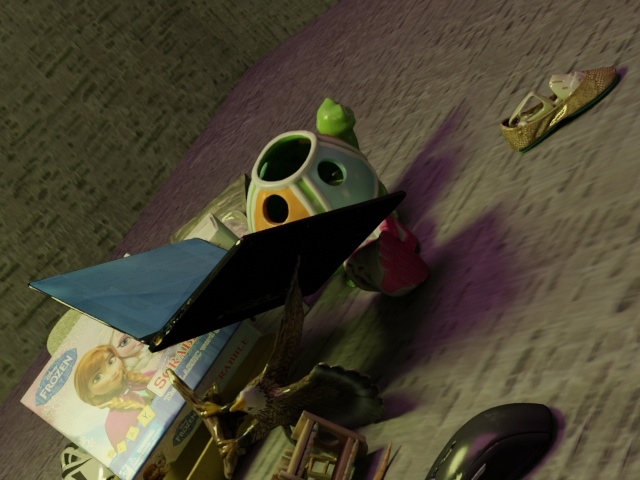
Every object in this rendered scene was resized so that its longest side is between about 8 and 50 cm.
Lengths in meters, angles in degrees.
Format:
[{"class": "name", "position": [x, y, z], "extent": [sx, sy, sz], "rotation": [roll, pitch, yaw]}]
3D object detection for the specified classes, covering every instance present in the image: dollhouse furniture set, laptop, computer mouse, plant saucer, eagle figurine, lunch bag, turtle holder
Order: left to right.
[{"class": "plant saucer", "position": [-0.207, 0.334, 1.986], "extent": [0.332, 0.081, 0.333], "rotation": [-24, 29, 54]}, {"class": "laptop", "position": [-0.156, 0.001, 1.767], "extent": [0.382, 0.236, 0.408], "rotation": [-18, -23, -51]}, {"class": "lunch bag", "position": [-0.200, 0.028, 2.514], "extent": [0.235, 0.169, 0.287], "rotation": [-39, 26, 17]}, {"class": "eagle figurine", "position": [-0.052, 0.199, 1.638], "extent": [0.298, 0.226, 0.225], "rotation": [-43, 18, 19]}, {"class": "dollhouse furniture set", "position": [-0.023, 0.353, 1.523], "extent": [0.182, 0.101, 0.161], "rotation": [-67, 0, -46]}, {"class": "turtle holder", "position": [0.007, -0.091, 2.051], "extent": [0.320, 0.227, 0.243], "rotation": [-46, 40, -16]}, {"class": "computer mouse", "position": [0.144, 0.278, 1.263], "extent": [0.262, 0.060, 0.184], "rotation": [-42, 17, 20]}]

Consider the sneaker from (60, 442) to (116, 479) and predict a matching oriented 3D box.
[{"class": "sneaker", "position": [-0.450, 0.468, 2.203], "extent": [0.146, 0.122, 0.330], "rotation": [-60, 13, -25]}]

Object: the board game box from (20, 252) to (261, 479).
[{"class": "board game box", "position": [-0.305, 0.214, 1.944], "extent": [0.318, 0.066, 0.319], "rotation": [24, 75, 39]}]

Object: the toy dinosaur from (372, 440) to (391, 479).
[{"class": "toy dinosaur", "position": [0.048, 0.332, 1.415], "extent": [0.112, 0.064, 0.211], "rotation": [-35, 4, 13]}]

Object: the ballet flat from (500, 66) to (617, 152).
[{"class": "ballet flat", "position": [0.362, -0.214, 1.808], "extent": [0.206, 0.067, 0.073], "rotation": [-39, 19, 28]}]

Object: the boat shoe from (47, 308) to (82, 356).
[{"class": "boat shoe", "position": [-0.360, 0.261, 2.141], "extent": [0.187, 0.156, 0.500], "rotation": [-48, 31, -8]}]

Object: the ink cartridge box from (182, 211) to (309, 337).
[{"class": "ink cartridge box", "position": [-0.171, 0.095, 2.159], "extent": [0.171, 0.232, 0.168], "rotation": [-48, 16, 1]}]

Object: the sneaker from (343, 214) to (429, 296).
[{"class": "sneaker", "position": [0.098, 0.042, 1.863], "extent": [0.111, 0.103, 0.252], "rotation": [-48, 10, 14]}]
